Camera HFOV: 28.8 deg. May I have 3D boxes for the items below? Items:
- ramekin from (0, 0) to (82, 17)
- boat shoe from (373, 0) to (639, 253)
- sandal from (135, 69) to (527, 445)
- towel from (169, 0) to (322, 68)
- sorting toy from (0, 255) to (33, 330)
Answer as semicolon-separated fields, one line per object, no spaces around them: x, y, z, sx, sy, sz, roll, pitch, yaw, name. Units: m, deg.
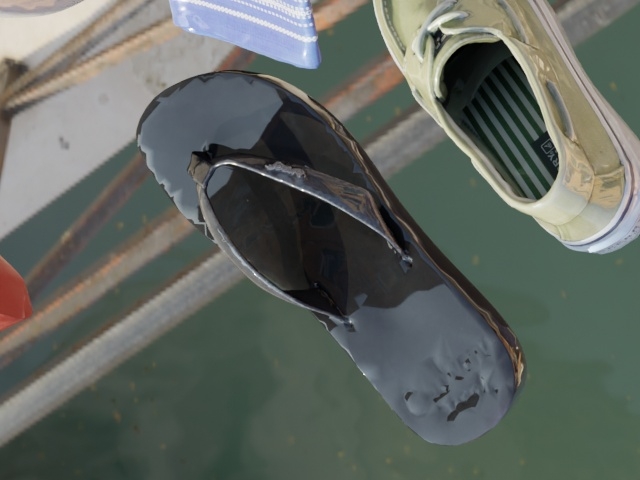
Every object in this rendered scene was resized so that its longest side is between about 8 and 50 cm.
-0.198;-0.253;0.636;0.127;0.273;0.273;7;134;30;ramekin
0.110;-0.116;0.815;0.094;0.302;0.109;23;115;-45;boat shoe
0.001;0.000;0.641;0.254;0.054;0.097;41;114;16;sandal
-0.123;-0.353;1.420;0.040;0.243;0.336;-46;141;-26;towel
-0.393;0.017;0.915;0.365;0.127;0.126;30;106;-40;sorting toy
